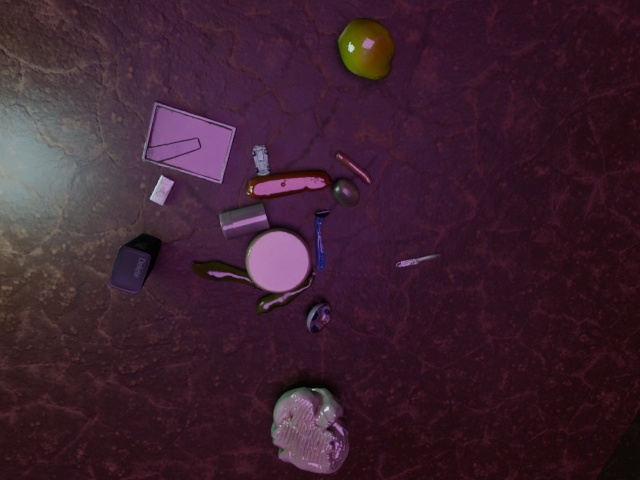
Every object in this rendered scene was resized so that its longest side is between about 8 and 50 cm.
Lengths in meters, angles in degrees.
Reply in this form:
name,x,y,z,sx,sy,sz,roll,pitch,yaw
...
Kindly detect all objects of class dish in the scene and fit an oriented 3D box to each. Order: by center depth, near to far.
name,x,y,z,sx,sy,sz,roll,pitch,yaw
dish,-0.026,0.319,1.873,0.141,0.078,0.141,-31,134,-38

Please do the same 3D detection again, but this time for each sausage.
name,x,y,z,sx,sy,sz,roll,pitch,yaw
sausage,-0.122,-0.224,1.703,0.348,0.097,0.094,-10,114,-4
sausage,0.137,-0.290,1.739,0.186,0.043,0.043,38,98,-13

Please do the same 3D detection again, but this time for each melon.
name,x,y,z,sx,sy,sz,roll,pitch,yaw
melon,0.103,-0.191,1.735,0.130,0.098,0.098,42,97,-16

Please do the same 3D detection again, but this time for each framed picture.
name,x,y,z,sx,sy,sz,roll,pitch,yaw
framed picture,-0.502,-0.368,1.664,0.314,0.024,0.232,16,103,-11

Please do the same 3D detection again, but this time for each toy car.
name,x,y,z,sx,sy,sz,roll,pitch,yaw
toy car,-0.230,-0.310,1.702,0.059,0.035,0.122,-9,115,-3

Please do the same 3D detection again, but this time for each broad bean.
name,x,y,z,sx,sy,sz,roll,pitch,yaw
broad bean,-0.374,0.144,1.791,0.324,0.067,0.075,18,111,-8
broad bean,-0.142,0.217,1.843,0.318,0.056,0.098,-40,104,1

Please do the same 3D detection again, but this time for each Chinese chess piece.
name,x,y,z,sx,sy,sz,roll,pitch,yaw
Chinese chess piece,-0.169,0.080,1.755,0.273,0.102,0.274,0,93,-4

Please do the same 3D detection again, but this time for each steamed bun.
name,x,y,z,sx,sy,sz,roll,pitch,yaw
steamed bun,-0.033,0.808,1.921,0.351,0.247,0.340,8,93,16

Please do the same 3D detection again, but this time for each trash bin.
name,x,y,z,sx,sy,sz,roll,pitch,yaw
trash bin,-0.692,0.079,1.658,0.114,0.225,0.165,20,102,-11

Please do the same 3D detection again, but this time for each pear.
name,x,y,z,sx,sy,sz,roll,pitch,yaw
pear,0.175,-0.685,1.567,0.219,0.187,0.187,38,98,-8

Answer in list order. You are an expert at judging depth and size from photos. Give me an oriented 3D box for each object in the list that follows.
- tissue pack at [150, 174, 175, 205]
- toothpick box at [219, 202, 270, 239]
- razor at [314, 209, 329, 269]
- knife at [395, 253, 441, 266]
name,x,y,z,sx,sy,sz,roll,pitch,yaw
tissue pack,-0.616,-0.196,1.697,0.056,0.023,0.108,27,101,-12
toothpick box,-0.298,-0.077,1.718,0.180,0.111,0.111,-15,106,-3
razor,0.000,0.000,1.807,0.081,0.042,0.254,-18,113,-44
knife,0.424,0.087,1.888,0.207,0.014,0.030,-12,106,-1
